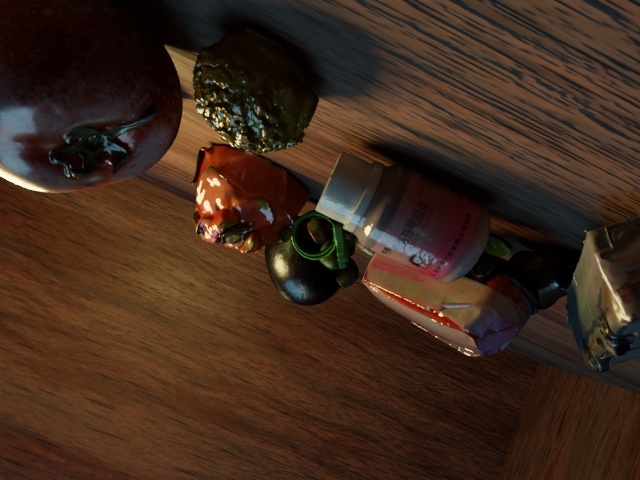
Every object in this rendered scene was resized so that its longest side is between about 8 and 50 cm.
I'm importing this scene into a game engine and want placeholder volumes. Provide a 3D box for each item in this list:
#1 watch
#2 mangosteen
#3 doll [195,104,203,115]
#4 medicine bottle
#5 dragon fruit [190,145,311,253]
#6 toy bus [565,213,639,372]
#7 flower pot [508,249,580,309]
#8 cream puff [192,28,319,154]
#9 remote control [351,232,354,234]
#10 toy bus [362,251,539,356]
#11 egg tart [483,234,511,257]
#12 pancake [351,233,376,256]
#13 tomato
[{"bbox_3d":[0.000,0.000,1.212,0.151,0.165,0.131,-4,-170,3],"label":"watch"},{"bbox_3d":[-0.027,0.050,1.418,0.300,0.300,0.300,24,173,3],"label":"mangosteen"},{"bbox_3d":[-0.178,-0.230,0.769,0.125,0.027,0.037,12,167,46],"label":"doll"},{"bbox_3d":[0.123,-0.041,0.685,0.247,0.147,0.147,24,173,-3],"label":"medicine bottle"},{"bbox_3d":[-0.197,-0.082,1.116,0.305,0.226,0.305,21,172,3],"label":"dragon fruit"},{"bbox_3d":[0.393,0.085,0.580,0.112,0.138,0.317,-19,151,13],"label":"toy bus"},{"bbox_3d":[0.389,0.058,0.755,0.111,0.111,0.089,25,157,-6],"label":"flower pot"},{"bbox_3d":[-0.082,-0.167,0.538,0.165,0.115,0.150,29,175,-40],"label":"cream puff"},{"bbox_3d":[0.176,-0.019,1.036,0.145,0.050,0.344,26,173,-11],"label":"remote control"},{"bbox_3d":[0.218,0.089,0.794,0.127,0.147,0.302,48,167,-34],"label":"toy bus"},{"bbox_3d":[0.316,0.014,0.866,0.105,0.039,0.105,24,171,4],"label":"egg tart"},{"bbox_3d":[0.146,0.009,1.237,0.139,0.022,0.139,21,-157,-10],"label":"pancake"},{"bbox_3d":[-0.321,-0.197,0.580,0.227,0.270,0.270,60,-175,19],"label":"tomato"}]
